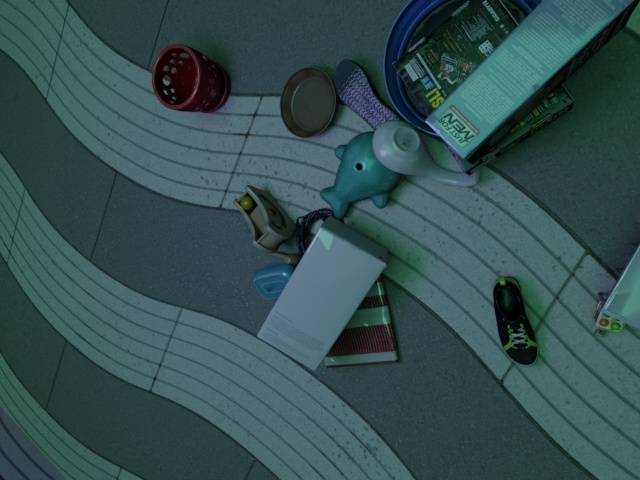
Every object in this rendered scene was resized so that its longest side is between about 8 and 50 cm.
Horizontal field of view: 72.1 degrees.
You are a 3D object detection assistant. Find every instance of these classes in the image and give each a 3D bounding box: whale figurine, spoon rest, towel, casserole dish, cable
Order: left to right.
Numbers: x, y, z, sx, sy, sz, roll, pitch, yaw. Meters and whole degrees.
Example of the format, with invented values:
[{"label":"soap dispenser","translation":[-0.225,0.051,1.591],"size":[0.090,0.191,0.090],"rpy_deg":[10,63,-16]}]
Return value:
[{"label":"casserole dish","translation":[-0.134,0.134,1.353],"size":[0.189,0.037,0.114],"rpy_deg":[-14,116,36]},{"label":"cable","translation":[0.000,0.000,1.296],"size":[0.151,0.047,0.184],"rpy_deg":[-9,74,16]},{"label":"towel","translation":[0.087,0.205,1.288],"size":[0.237,0.037,0.328],"rpy_deg":[-12,90,26]},{"label":"whale figurine","translation":[0.098,-0.169,1.186],"size":[0.272,0.141,0.216],"rpy_deg":[-40,81,30]},{"label":"spoon rest","translation":[0.256,-0.205,1.098],"size":[0.277,0.084,0.137],"rpy_deg":[24,71,-5]}]

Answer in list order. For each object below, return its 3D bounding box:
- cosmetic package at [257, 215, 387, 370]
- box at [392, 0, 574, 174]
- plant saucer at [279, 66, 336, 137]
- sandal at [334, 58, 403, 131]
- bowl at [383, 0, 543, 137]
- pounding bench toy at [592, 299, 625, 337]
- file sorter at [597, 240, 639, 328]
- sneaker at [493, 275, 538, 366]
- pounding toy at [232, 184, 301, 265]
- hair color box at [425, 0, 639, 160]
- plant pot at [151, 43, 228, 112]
[{"label":"cosmetic package","translation":[0.006,0.141,1.191],"size":[0.197,0.155,0.365],"rpy_deg":[32,107,1]},{"label":"box","translation":[0.357,-0.353,0.996],"size":[0.257,0.079,0.321],"rpy_deg":[-36,79,26]},{"label":"plant saucer","translation":[-0.031,-0.397,1.277],"size":[0.199,0.036,0.198],"rpy_deg":[5,99,34]},{"label":"sandal","translation":[0.128,-0.382,1.210],"size":[0.097,0.054,0.254],"rpy_deg":[-38,88,31]},{"label":"bowl","translation":[0.350,-0.444,1.075],"size":[0.392,0.077,0.390],"rpy_deg":[2,96,25]},{"label":"pounding bench toy","translation":[0.649,0.188,0.993],"size":[0.052,0.065,0.083],"rpy_deg":[18,103,23]},{"label":"file sorter","translation":[0.723,0.050,0.884],"size":[0.193,0.173,0.277],"rpy_deg":[26,106,21]},{"label":"sneaker","translation":[0.462,0.200,1.068],"size":[0.084,0.097,0.234],"rpy_deg":[-17,87,27]},{"label":"pounding toy","translation":[-0.178,-0.022,1.329],"size":[0.155,0.154,0.269],"rpy_deg":[-45,75,22]},{"label":"hair color box","translation":[0.390,-0.319,0.838],"size":[0.374,0.185,0.113],"rpy_deg":[-44,77,22]},{"label":"plant pot","translation":[-0.397,-0.493,1.381],"size":[0.191,0.174,0.190],"rpy_deg":[2,95,26]}]
